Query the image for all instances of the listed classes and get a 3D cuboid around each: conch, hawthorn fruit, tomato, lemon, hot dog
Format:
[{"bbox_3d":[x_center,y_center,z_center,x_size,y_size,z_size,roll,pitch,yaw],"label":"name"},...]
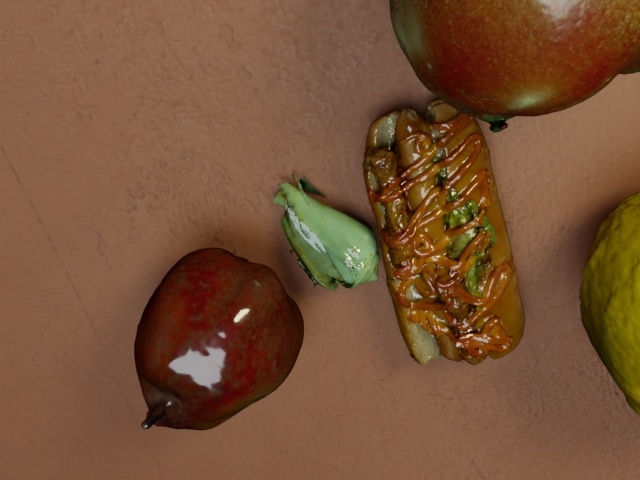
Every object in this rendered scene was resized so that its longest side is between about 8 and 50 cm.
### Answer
[{"bbox_3d":[0.000,0.000,1.179,0.170,0.079,0.106,42,112,4],"label":"conch"},{"bbox_3d":[-0.144,0.133,1.167,0.208,0.248,0.208,30,153,17],"label":"hawthorn fruit"},{"bbox_3d":[0.202,-0.259,0.878,0.303,0.303,0.239,-28,106,22],"label":"tomato"},{"bbox_3d":[0.424,0.078,1.040,0.268,0.268,0.322,-9,118,14],"label":"lemon"},{"bbox_3d":[0.146,0.006,1.127,0.158,0.117,0.349,-8,116,13],"label":"hot dog"}]
